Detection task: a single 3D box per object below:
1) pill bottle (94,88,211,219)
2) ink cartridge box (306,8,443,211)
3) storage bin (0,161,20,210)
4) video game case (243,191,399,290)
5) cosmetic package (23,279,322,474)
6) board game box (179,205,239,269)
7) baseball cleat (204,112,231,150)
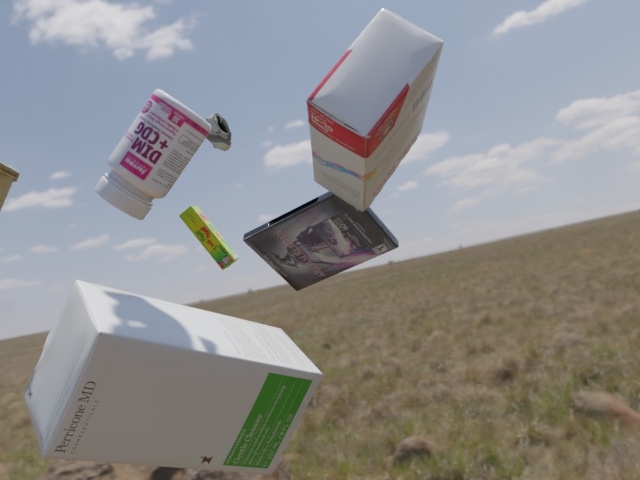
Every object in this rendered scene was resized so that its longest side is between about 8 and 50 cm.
[{"bbox_3d":[-0.399,-0.200,1.636,0.283,0.160,0.160,-56,-7,1],"label":"pill bottle"},{"bbox_3d":[0.091,-0.218,1.229,0.226,0.131,0.306,-53,-11,-16],"label":"ink cartridge box"},{"bbox_3d":[-0.520,-0.016,0.794,0.123,0.262,0.260,16,-11,18],"label":"storage bin"},{"bbox_3d":[0.000,0.000,1.474,0.274,0.026,0.196,-26,-53,26],"label":"video game case"},{"bbox_3d":[-0.207,0.209,1.006,0.365,0.197,0.155,17,13,-38],"label":"cosmetic package"},{"bbox_3d":[-0.292,-0.008,1.818,0.043,0.181,0.092,-38,2,2],"label":"board game box"},{"bbox_3d":[-0.349,-0.358,2.123,0.206,0.109,0.072,30,40,19],"label":"baseball cleat"}]
